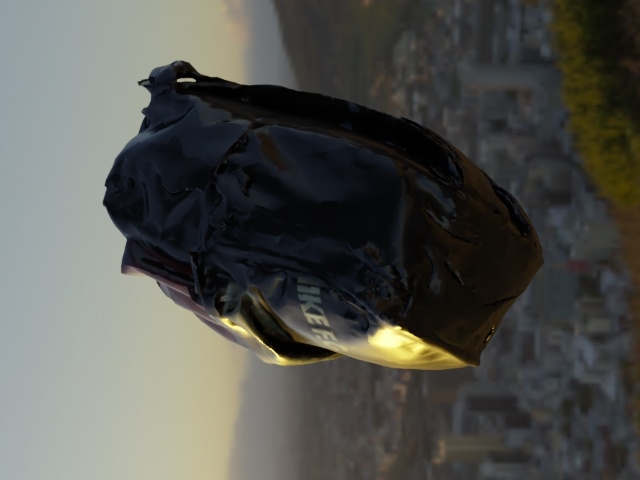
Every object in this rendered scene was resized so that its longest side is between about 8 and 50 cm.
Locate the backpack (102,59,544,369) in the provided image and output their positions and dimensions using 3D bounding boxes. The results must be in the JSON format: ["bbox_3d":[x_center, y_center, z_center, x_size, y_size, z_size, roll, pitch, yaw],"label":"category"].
[{"bbox_3d":[-0.001,-0.001,0.543,0.165,0.120,0.106,24,86,44],"label":"backpack"}]
